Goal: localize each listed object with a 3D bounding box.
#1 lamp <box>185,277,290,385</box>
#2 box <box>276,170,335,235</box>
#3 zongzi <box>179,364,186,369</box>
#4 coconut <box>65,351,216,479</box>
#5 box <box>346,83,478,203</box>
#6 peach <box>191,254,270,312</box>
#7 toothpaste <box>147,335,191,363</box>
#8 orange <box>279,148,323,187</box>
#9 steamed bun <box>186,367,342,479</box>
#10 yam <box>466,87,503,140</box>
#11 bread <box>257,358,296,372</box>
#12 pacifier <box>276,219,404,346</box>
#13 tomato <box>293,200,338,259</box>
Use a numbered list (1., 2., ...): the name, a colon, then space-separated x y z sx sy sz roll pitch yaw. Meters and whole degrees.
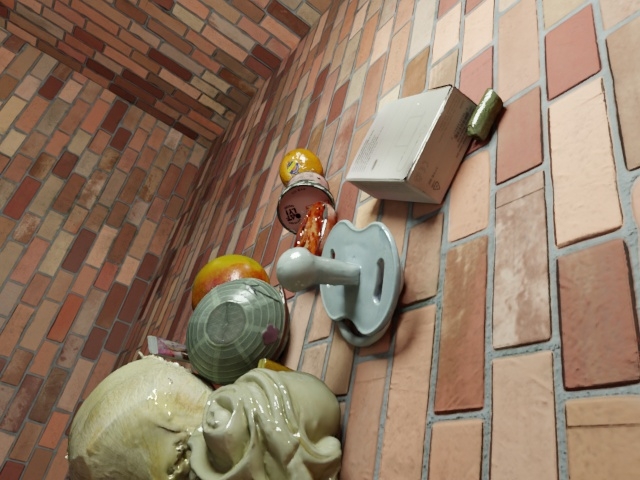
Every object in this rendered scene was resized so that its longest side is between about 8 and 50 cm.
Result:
1. lamp: -0.188 0.210 1.148 0.233 0.233 0.266 -5 62 61
2. box: -0.036 -0.107 1.293 0.151 0.151 0.135 -49 20 25
3. zongzi: -0.564 0.493 1.551 0.228 0.256 0.115 -51 58 12
4. coconut: -0.353 0.446 1.061 0.360 0.346 0.347 24 85 57
5. box: 0.182 -0.190 1.003 0.203 0.106 0.251 -64 26 -5
6. peach: -0.244 0.150 1.345 0.231 0.230 0.231 -44 29 33
7. toothpaste: -0.307 0.299 1.228 0.061 0.265 0.096 -63 25 1
8. orange: -0.057 -0.204 1.460 0.135 0.117 0.136 -5 77 21
9. steamed bun: -0.122 0.366 0.821 0.324 0.219 0.310 -52 15 15
10. yam: 0.302 -0.230 0.889 0.094 0.043 0.043 -60 24 -2
11. bread: -0.094 0.304 1.016 0.035 0.094 0.090 -30 39 46
12. pacifier: 0.023 0.072 0.899 0.287 0.225 0.239 -162 82 -66
13. tomato: 0.005 -0.006 1.175 0.166 0.082 0.174 -8 61 65
